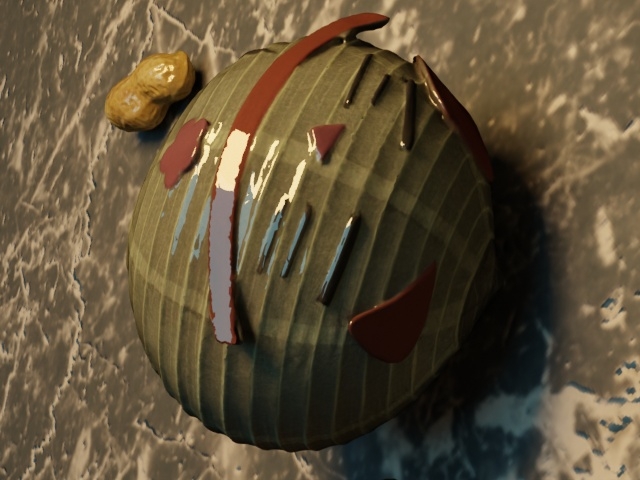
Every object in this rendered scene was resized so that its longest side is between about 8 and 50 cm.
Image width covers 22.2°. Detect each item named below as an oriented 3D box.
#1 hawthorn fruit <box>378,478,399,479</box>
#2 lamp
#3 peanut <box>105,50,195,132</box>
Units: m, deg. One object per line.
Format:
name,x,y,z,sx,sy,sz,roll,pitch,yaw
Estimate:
hawthorn fruit,0.029,0.254,0.952,0.181,0.181,0.235,4,97,55
lamp,0.000,0.000,1.008,0.233,0.233,0.265,-5,63,54
peanut,-0.144,-0.127,1.394,0.113,0.054,0.054,-34,54,45
